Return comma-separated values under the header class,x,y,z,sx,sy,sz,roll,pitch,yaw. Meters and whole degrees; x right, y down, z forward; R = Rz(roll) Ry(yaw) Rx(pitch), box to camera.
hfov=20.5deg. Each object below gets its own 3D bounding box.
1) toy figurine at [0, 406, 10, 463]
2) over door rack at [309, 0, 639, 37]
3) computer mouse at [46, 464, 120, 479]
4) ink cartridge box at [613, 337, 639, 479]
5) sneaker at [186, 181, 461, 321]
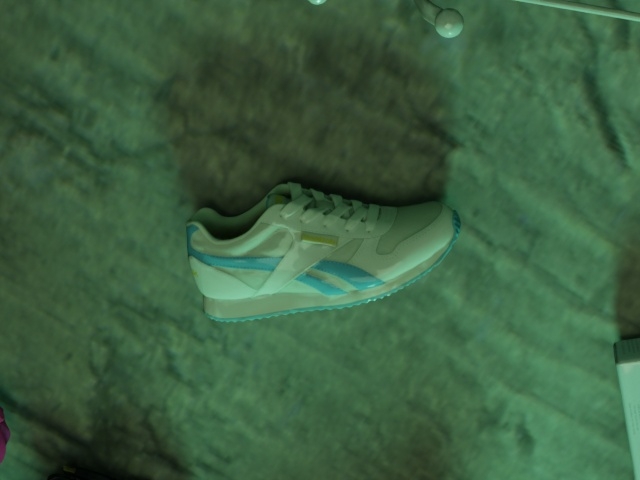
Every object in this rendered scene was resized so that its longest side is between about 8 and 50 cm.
class,x,y,z,sx,sy,sz,roll,pitch,yaw
toy figurine,-0.359,0.179,1.584,0.159,0.130,0.173,8,140,-7
over door rack,0.149,-0.269,1.275,0.324,0.108,0.239,6,119,4
computer mouse,-0.219,0.299,1.654,0.106,0.042,0.193,15,118,-1
ink cartridge box,0.375,0.171,1.506,0.224,0.045,0.223,-7,116,10
sneaker,0.000,0.000,1.447,0.229,0.087,0.092,-12,113,11
